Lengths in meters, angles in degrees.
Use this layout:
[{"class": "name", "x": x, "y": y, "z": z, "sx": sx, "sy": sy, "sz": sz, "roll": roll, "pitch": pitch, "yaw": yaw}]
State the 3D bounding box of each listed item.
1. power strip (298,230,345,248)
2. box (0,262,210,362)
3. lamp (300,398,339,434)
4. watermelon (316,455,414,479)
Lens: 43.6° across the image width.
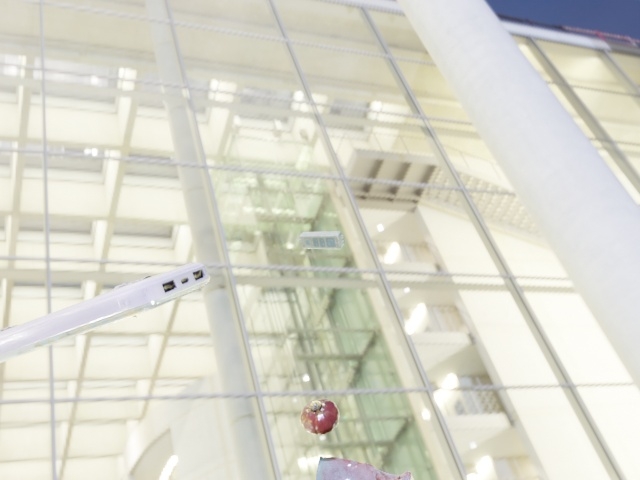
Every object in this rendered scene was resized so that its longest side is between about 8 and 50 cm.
[{"class": "power strip", "x": 0.000, "y": 0.000, "z": 1.315, "sx": 0.083, "sy": 0.017, "sz": 0.027, "roll": -1, "pitch": -64, "yaw": 26}, {"class": "box", "x": -0.271, "y": 0.087, "z": 0.904, "sx": 0.285, "sy": 0.044, "sz": 0.142, "roll": -19, "pitch": 0, "yaw": 20}, {"class": "lamp", "x": -0.001, "y": 0.447, "z": 2.027, "sx": 0.101, "sy": 0.101, "sz": 0.090, "roll": -19, "pitch": -56, "yaw": 0}, {"class": "watermelon", "x": 0.132, "y": 0.662, "z": 2.056, "sx": 0.226, "sy": 0.318, "sz": 0.148, "roll": -43, "pitch": -38, "yaw": -15}]
